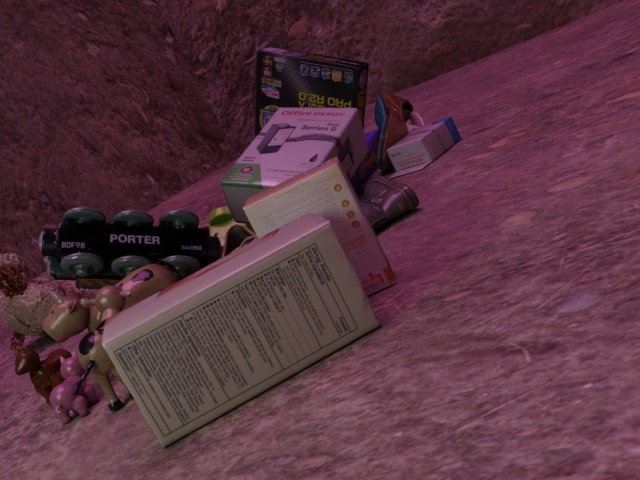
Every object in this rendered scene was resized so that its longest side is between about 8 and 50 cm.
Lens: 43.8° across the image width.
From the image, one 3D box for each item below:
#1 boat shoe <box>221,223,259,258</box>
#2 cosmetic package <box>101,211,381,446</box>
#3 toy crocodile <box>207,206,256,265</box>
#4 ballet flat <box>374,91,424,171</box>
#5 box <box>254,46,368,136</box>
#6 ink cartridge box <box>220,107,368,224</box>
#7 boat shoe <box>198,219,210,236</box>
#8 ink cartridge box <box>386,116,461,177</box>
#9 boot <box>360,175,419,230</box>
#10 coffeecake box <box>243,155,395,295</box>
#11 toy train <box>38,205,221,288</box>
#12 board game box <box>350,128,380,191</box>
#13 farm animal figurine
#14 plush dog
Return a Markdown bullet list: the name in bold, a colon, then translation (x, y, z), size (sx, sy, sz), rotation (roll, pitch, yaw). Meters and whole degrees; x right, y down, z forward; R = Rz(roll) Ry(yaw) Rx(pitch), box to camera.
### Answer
- **boat shoe**: translation (-0.146, 0.035, 1.486), size (0.105, 0.089, 0.285), rotation (-27, 13, -5)
- **cosmetic package**: translation (-0.098, 0.100, 0.976), size (0.296, 0.153, 0.129), rotation (-27, 13, -8)
- **toy crocodile**: translation (-0.260, 0.022, 1.773), size (0.341, 0.105, 0.115), rotation (-23, 52, 6)
- **ballet flat**: translation (0.199, -0.272, 1.975), size (0.124, 0.116, 0.342), rotation (5, 30, 0)
- **box**: translation (-0.026, -0.329, 1.880), size (0.270, 0.216, 0.060), rotation (16, 27, 23)
- **ink cartridge box**: translation (-0.050, -0.163, 1.725), size (0.211, 0.121, 0.289), rotation (6, 45, 28)
- **boat shoe**: translation (-0.307, 0.000, 1.949), size (0.302, 0.109, 0.098), rotation (-9, 15, 42)
- **ink cartridge box**: translation (0.227, -0.212, 1.806), size (0.104, 0.060, 0.180), rotation (-14, 18, 44)
- **boot**: translation (0.056, -0.035, 1.437), size (0.209, 0.076, 0.190), rotation (-36, 12, -12)
- **coffeecake box**: translation (0.000, 0.000, 1.100), size (0.142, 0.185, 0.068), rotation (-25, 13, 8)
- **toy train**: translation (-0.363, 0.031, 1.525), size (0.334, 0.142, 0.190), rotation (2, -28, -17)
- **board game box**: translation (0.014, -0.161, 1.997), size (0.233, 0.078, 0.347), rotation (-20, 14, 28)
- **farm animal figurine**: translation (-0.348, 0.135, 1.291), size (0.330, 0.172, 0.327), rotation (-13, 18, 47)
- **plush dog**: translation (-0.675, 0.154, 1.884), size (0.225, 0.263, 0.210), rotation (-24, 42, 60)
